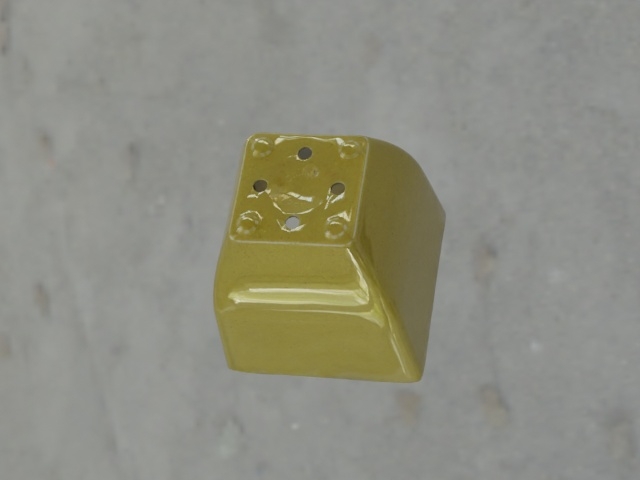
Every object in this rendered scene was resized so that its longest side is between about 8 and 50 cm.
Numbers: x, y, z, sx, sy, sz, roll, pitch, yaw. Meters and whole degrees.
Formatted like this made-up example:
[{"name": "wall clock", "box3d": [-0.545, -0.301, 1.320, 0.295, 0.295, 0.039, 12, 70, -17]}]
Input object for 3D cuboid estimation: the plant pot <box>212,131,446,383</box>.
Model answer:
[{"name": "plant pot", "box3d": [0.000, 0.000, 0.666, 0.083, 0.081, 0.081, 70, -154, -59]}]
